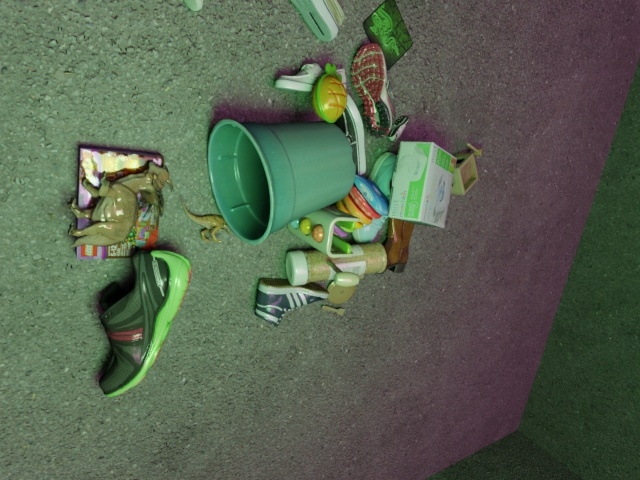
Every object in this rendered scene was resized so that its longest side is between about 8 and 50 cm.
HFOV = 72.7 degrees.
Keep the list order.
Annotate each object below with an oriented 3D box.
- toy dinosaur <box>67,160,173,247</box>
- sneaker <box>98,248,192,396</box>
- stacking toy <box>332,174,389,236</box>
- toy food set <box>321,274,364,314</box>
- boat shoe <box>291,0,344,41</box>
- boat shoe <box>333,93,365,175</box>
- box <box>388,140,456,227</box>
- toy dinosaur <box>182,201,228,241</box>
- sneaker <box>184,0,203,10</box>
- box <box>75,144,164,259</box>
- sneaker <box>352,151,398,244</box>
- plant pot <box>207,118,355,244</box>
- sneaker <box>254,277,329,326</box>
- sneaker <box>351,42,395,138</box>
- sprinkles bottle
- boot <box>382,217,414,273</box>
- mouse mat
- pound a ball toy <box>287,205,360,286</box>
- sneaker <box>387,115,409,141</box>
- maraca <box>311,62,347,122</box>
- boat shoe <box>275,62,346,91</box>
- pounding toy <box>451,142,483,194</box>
[{"bbox_3d":[-0.500,-0.070,1.088,0.200,0.127,0.296,27,99,-45],"label":"toy dinosaur"},{"bbox_3d":[-0.533,0.226,1.244,0.202,0.185,0.483,24,102,-14],"label":"sneaker"},{"bbox_3d":[0.083,-0.079,1.528,0.302,0.175,0.165,-39,165,19],"label":"stacking toy"},{"bbox_3d":[0.081,0.197,1.730,0.132,0.038,0.192,20,103,-31],"label":"toy food set"},{"bbox_3d":[-0.032,-0.713,1.229,0.094,0.109,0.302,-61,140,-17],"label":"boat shoe"},{"bbox_3d":[0.075,-0.334,1.448,0.105,0.113,0.306,-28,139,-15],"label":"boat shoe"},{"bbox_3d":[0.354,-0.189,1.512,0.231,0.126,0.262,9,92,-54],"label":"box"},{"bbox_3d":[-0.339,-0.053,1.325,0.211,0.064,0.112,2,91,-44],"label":"toy dinosaur"},{"bbox_3d":[-0.309,-0.682,1.061,0.094,0.080,0.212,-31,124,-34],"label":"sneaker"},{"bbox_3d":[-0.536,-0.095,1.161,0.201,0.057,0.293,0,110,-34],"label":"box"},{"bbox_3d":[0.228,-0.142,1.606,0.135,0.150,0.366,9,104,-35],"label":"sneaker"},{"bbox_3d":[-0.100,-0.200,1.265,0.334,0.341,0.341,-22,121,-35],"label":"plant pot"},{"bbox_3d":[-0.107,0.227,1.567,0.282,0.099,0.153,9,102,-32],"label":"sneaker"},{"bbox_3d":[0.184,-0.503,1.460,0.112,0.120,0.299,-47,134,-47],"label":"sneaker"},{"bbox_3d":[0.057,0.080,1.561,0.355,0.121,0.121,-6,113,-20],"label":"sprinkles bottle"},{"bbox_3d":[0.276,-0.009,1.734,0.264,0.096,0.281,4,105,-31],"label":"boot"},{"bbox_3d":[0.230,-0.693,1.464,0.152,0.007,0.190,-47,127,-8],"label":"mouse mat"},{"bbox_3d":[0.000,0.000,1.394,0.135,0.319,0.208,1,107,-30],"label":"pound a ball toy"},{"bbox_3d":[0.289,-0.413,1.609,0.109,0.040,0.044,-49,145,-3],"label":"sneaker"},{"bbox_3d":[0.031,-0.433,1.278,0.127,0.099,0.186,45,51,-51],"label":"maraca"},{"bbox_3d":[-0.029,-0.497,1.326,0.258,0.095,0.084,-16,114,-40],"label":"boat shoe"},{"bbox_3d":[0.596,-0.325,1.824,0.206,0.094,0.181,-43,125,-29],"label":"pounding toy"}]
